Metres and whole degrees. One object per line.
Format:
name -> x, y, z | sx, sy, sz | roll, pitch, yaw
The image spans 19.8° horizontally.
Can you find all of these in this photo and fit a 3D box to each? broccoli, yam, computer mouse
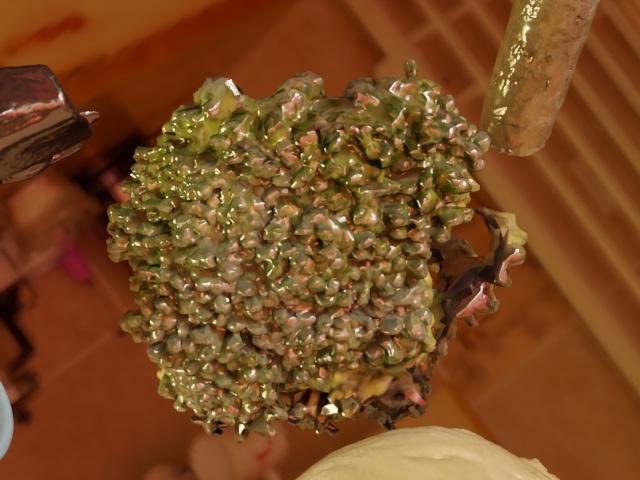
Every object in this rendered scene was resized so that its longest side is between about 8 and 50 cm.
broccoli -> -0.002, 0.009, 1.564 | 0.324, 0.334, 0.272 | 4, -158, 25
yam -> 0.201, -0.169, 1.688 | 0.078, 0.078, 0.179 | -32, 142, -58
computer mouse -> -0.285, -0.070, 1.320 | 0.264, 0.088, 0.147 | -5, 167, -18

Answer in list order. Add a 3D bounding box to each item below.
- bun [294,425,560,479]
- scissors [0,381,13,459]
bun -> 0.108, 0.333, 1.482 | 0.364, 0.364, 0.202 | -35, -173, -20
scissors -> -0.356, -0.009, 1.501 | 0.192, 0.447, 0.029 | 20, 132, -42
